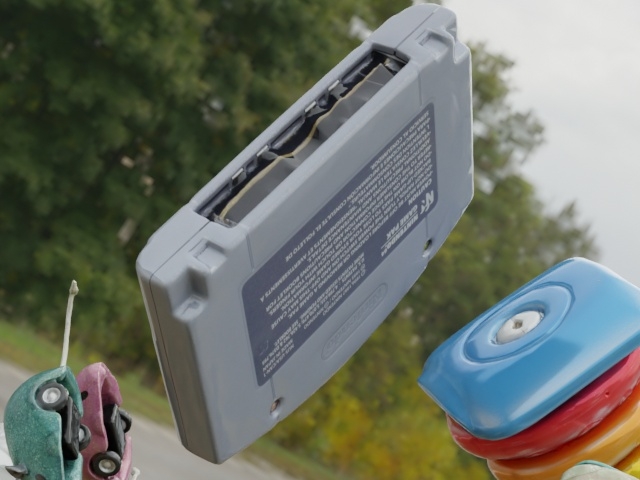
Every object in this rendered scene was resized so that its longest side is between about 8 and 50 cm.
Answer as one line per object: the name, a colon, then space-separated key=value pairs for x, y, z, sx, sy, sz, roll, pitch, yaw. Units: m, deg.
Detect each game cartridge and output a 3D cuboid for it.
game cartridge: x=0.000 y=0.000 z=1.058 sx=0.060 sy=0.294 sz=0.196 roll=24 pitch=-38 yaw=31

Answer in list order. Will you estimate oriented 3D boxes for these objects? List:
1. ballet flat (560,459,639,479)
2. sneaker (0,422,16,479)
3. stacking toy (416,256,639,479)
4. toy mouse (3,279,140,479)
ballet flat: x=0.227 y=0.190 z=1.027 sx=0.168 sy=0.052 sz=0.057 roll=17 pitch=-47 yaw=-3
sneaker: x=-0.240 y=0.265 z=1.244 sx=0.090 sy=0.115 sz=0.232 roll=-20 pitch=-85 yaw=40
stacking toy: x=0.219 y=0.178 z=1.212 sx=0.301 sy=0.166 sz=0.175 roll=56 pitch=-5 yaw=-18
toy mouse: x=-0.109 y=0.089 z=0.701 sx=0.031 sy=0.143 sz=0.161 roll=-8 pitch=6 yaw=7
